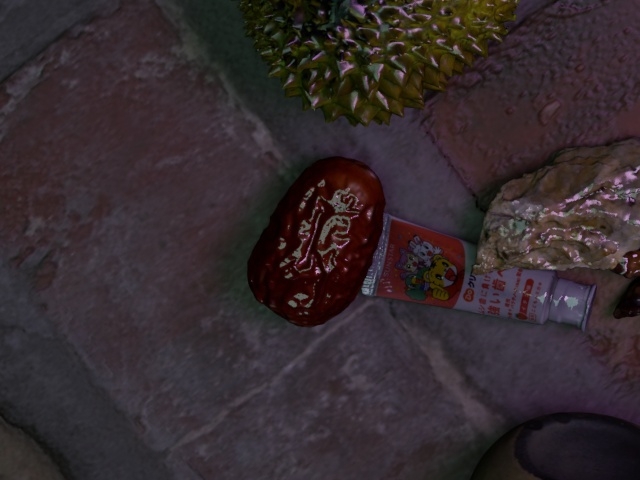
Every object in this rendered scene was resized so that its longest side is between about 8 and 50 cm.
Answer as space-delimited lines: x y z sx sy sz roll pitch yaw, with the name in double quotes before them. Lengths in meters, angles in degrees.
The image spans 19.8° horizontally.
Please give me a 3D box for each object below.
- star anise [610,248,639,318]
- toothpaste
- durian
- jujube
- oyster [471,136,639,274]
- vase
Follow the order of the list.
"star anise" 0.355 0.026 1.827 0.168 0.057 0.168 2 96 15
"toothpaste" 0.161 0.040 1.865 0.234 0.057 0.089 14 104 13
"durian" 0.044 -0.237 1.724 0.291 0.224 0.291 4 106 14
"jujube" 0.000 0.000 1.848 0.112 0.109 0.176 20 105 -31
"oyster" 0.249 -0.037 1.801 0.209 0.072 0.133 -5 79 20
"vase" 0.296 0.336 1.842 0.329 0.241 0.302 -4 117 -17
